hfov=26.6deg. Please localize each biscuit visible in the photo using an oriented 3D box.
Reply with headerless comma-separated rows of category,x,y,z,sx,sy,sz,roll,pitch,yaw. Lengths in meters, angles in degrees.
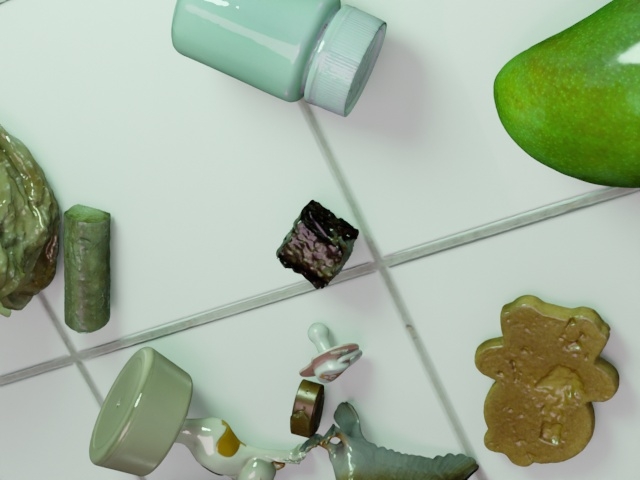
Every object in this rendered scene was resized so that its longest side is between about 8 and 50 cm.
biscuit,0.284,0.184,1.717,0.184,0.035,0.249,10,118,15

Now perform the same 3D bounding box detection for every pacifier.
pacifier,0.010,0.144,1.784,0.099,0.081,0.078,-51,57,51

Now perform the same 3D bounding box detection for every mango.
mango,0.360,-0.166,1.433,0.382,0.201,0.225,-4,136,32

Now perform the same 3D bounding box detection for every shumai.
shumai,-0.504,-0.001,1.770,0.267,0.262,0.314,11,116,13

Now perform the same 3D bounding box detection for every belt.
belt,-0.017,0.230,1.828,0.036,0.059,0.083,14,118,13

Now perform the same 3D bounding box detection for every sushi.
sushi,-0.001,0.001,1.693,0.084,0.094,0.098,36,120,-3

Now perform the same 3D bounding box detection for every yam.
yam,-0.318,0.037,1.836,0.068,0.068,0.169,11,114,14

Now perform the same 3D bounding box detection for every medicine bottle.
medicine bottle,-0.050,-0.241,1.566,0.225,0.139,0.139,25,120,7

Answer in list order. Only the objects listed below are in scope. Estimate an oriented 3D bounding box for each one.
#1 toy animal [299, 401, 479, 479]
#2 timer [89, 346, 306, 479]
toy animal,0.035,0.320,1.789,0.272,0.197,0.160,-27,101,32
timer,-0.164,0.279,1.874,0.266,0.175,0.175,28,122,-17
